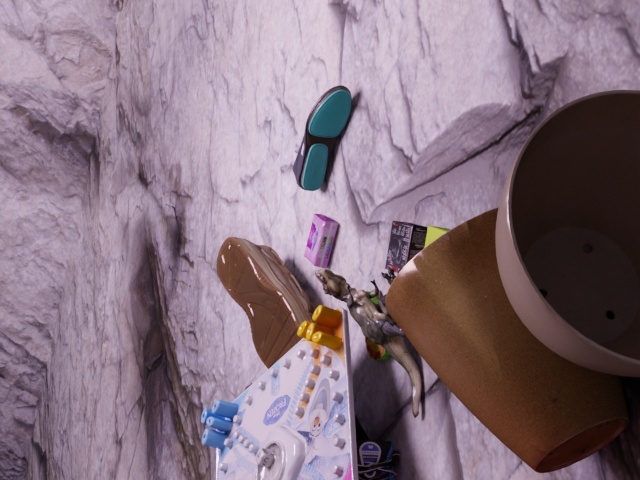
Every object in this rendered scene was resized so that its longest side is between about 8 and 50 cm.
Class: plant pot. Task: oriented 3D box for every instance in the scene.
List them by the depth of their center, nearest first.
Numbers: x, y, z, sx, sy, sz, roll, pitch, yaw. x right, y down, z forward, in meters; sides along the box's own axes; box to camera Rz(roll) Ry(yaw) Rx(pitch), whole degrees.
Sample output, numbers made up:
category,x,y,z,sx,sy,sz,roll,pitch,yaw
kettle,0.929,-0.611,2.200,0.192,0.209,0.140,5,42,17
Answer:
category,x,y,z,sx,sy,sz,roll,pitch,yaw
plant pot,0.296,0.018,1.239,0.191,0.284,0.284,116,152,-66
plant pot,0.233,0.127,1.396,0.237,0.237,0.254,-55,52,44

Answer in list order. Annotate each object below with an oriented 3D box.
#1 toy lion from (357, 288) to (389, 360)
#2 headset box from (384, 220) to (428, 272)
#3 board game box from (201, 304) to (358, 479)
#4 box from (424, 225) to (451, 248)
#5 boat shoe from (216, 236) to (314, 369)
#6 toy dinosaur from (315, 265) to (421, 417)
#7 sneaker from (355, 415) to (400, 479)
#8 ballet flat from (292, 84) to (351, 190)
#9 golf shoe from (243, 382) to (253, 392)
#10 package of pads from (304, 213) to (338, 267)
category,x,y,z,sx,sy,sz,roll,pitch,yaw
toy lion,0.085,0.133,1.880,0.100,0.034,0.096,-141,54,-60
headset box,0.128,0.016,1.815,0.062,0.032,0.083,16,99,64
board game box,-0.077,0.346,1.872,0.390,0.050,0.390,-44,36,39
box,0.196,0.047,1.658,0.178,0.042,0.109,22,105,63
boat shoe,-0.060,0.116,2.090,0.122,0.110,0.341,-58,46,30
toy dinosaur,0.095,0.117,1.787,0.268,0.064,0.118,54,137,27
sneaker,0.052,0.369,1.778,0.330,0.129,0.147,-121,43,-52
ballet flat,-0.004,-0.183,2.090,0.074,0.074,0.203,-122,43,-52
golf shoe,-0.083,0.361,2.086,0.273,0.105,0.120,-112,31,-45
package of pads,0.000,0.000,2.077,0.050,0.032,0.083,39,118,58
